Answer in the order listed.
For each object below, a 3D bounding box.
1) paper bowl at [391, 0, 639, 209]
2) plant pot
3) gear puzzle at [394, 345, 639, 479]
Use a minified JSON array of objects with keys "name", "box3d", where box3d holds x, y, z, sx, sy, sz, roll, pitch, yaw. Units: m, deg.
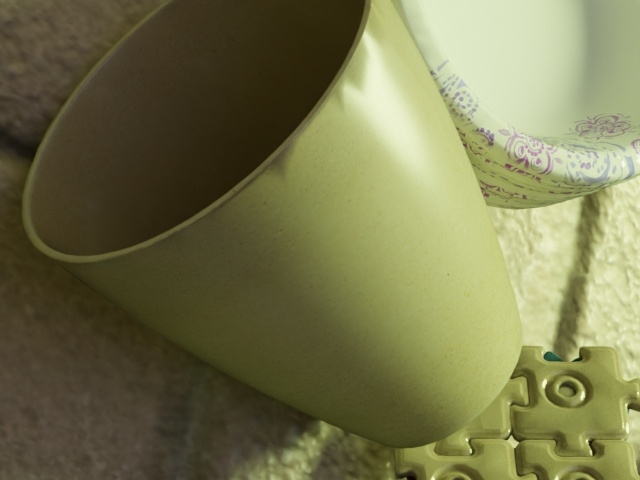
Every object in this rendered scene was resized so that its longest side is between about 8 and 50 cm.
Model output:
[{"name":"paper bowl","box3d":[0.128,-0.162,1.377,0.284,0.148,0.284,7,76,-29]},{"name":"plant pot","box3d":[0.000,0.000,1.230,0.274,0.256,0.256,49,58,-31]},{"name":"gear puzzle","box3d":[0.132,0.208,1.262,0.175,0.044,0.339,0,48,-1]}]
